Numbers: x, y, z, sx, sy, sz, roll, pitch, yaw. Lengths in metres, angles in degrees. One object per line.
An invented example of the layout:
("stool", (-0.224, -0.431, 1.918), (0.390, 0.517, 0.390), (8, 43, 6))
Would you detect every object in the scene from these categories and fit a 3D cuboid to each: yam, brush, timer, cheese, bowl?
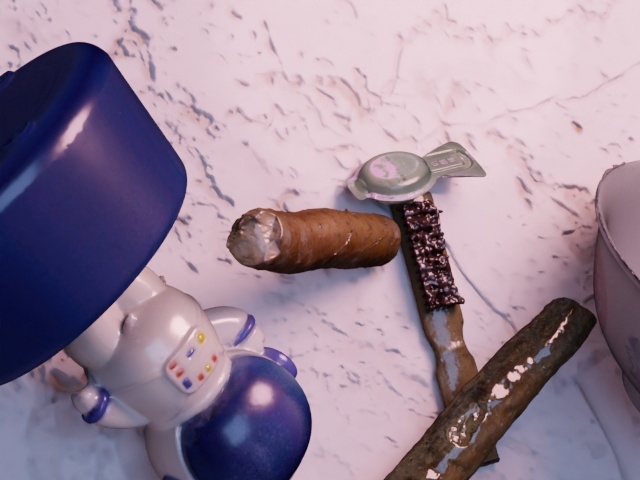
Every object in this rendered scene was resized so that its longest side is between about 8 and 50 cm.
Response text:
("yam", (0.134, 0.153, 1.482), (0.061, 0.061, 0.274), (45, 73, -7))
("brush", (0.111, 0.079, 1.523), (0.043, 0.036, 0.248), (-13, 87, -9))
("yam", (0.000, 0.000, 1.418), (0.241, 0.057, 0.056), (2, 78, -62))
("timer", (-0.150, 0.065, 1.352), (0.383, 0.270, 0.270), (46, 71, -22))
("cheese", (0.081, -0.060, 1.526), (0.121, 0.026, 0.067), (-15, 42, -20))
("bowl", (0.360, 0.089, 1.510), (0.345, 0.345, 0.157), (15, 121, -15))
